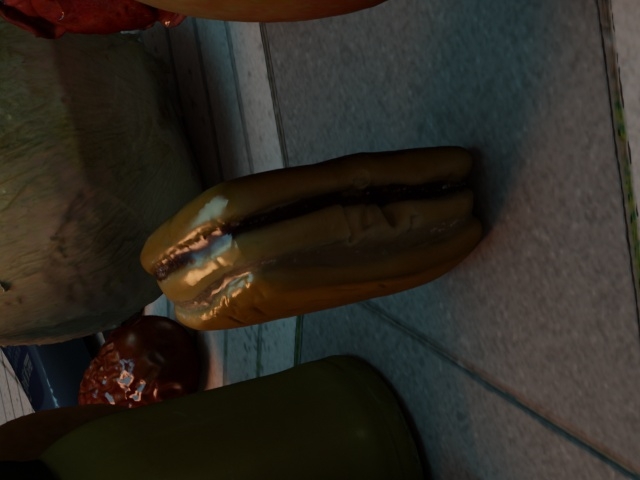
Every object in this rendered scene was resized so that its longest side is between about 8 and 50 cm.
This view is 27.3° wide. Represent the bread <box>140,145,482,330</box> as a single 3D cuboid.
[{"bbox_3d":[0.000,0.000,0.760,0.116,0.200,0.077,-24,79,51],"label":"bread"}]

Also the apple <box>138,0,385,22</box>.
[{"bbox_3d":[-0.008,-0.257,0.532,0.277,0.319,0.319,-14,90,67],"label":"apple"}]

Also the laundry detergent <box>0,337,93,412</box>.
[{"bbox_3d":[-0.305,0.187,1.572,0.289,0.094,0.143,59,145,32],"label":"laundry detergent"}]

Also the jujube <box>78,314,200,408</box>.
[{"bbox_3d":[-0.175,0.142,1.293,0.112,0.109,0.176,34,135,2],"label":"jujube"}]

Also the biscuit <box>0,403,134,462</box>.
[{"bbox_3d":[-0.158,0.268,1.019,0.385,0.365,0.062,41,124,40],"label":"biscuit"}]

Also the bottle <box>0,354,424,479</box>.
[{"bbox_3d":[-0.115,0.200,0.907,0.171,0.351,0.171,37,133,53],"label":"bottle"}]

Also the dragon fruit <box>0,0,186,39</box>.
[{"bbox_3d":[-0.150,-0.253,0.901,0.241,0.252,0.240,16,129,20],"label":"dragon fruit"}]

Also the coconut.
[{"bbox_3d":[-0.234,-0.055,1.128,0.297,0.255,0.297,166,90,-89],"label":"coconut"}]

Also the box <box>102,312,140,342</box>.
[{"bbox_3d":[-0.227,0.050,1.434,0.125,0.027,0.126,63,152,30],"label":"box"}]
